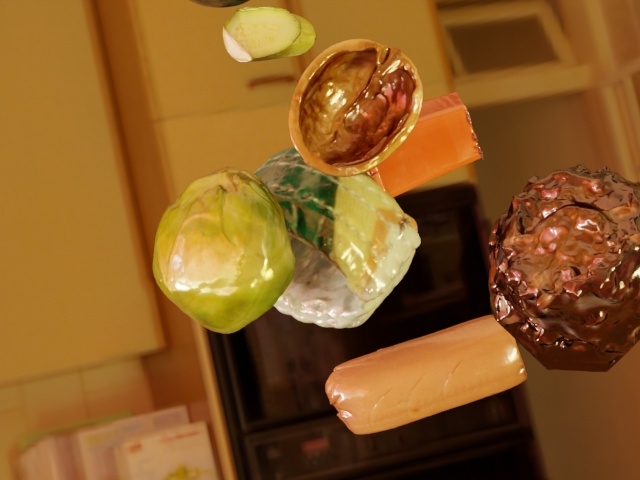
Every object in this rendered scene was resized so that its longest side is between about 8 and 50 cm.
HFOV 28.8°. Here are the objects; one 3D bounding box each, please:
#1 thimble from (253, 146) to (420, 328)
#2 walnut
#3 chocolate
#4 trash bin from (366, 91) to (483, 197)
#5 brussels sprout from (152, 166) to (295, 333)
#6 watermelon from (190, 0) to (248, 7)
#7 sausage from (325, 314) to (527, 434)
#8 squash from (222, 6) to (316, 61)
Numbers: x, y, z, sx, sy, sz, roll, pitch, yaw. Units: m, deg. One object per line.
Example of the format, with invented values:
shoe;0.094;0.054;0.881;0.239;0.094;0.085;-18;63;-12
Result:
thimble;0.000;0.000;1.859;0.288;0.254;0.167;18;50;27
walnut;0.040;-0.177;1.728;0.211;0.167;0.087;-49;1;-11
chocolate;0.267;0.021;1.289;0.224;0.206;0.177;-47;-11;9
trash bin;0.173;-0.174;2.326;0.238;0.161;0.184;-19;22;7
brussels sprout;-0.125;0.014;1.660;0.161;0.223;0.223;6;-17;-40
watermelon;-0.152;-0.444;1.798;0.212;0.212;0.212;-12;-6;-1
sausage;0.160;0.206;1.896;0.304;0.121;0.121;-19;-6;2
squash;-0.057;-0.324;1.946;0.200;0.090;0.075;-17;-38;-50
